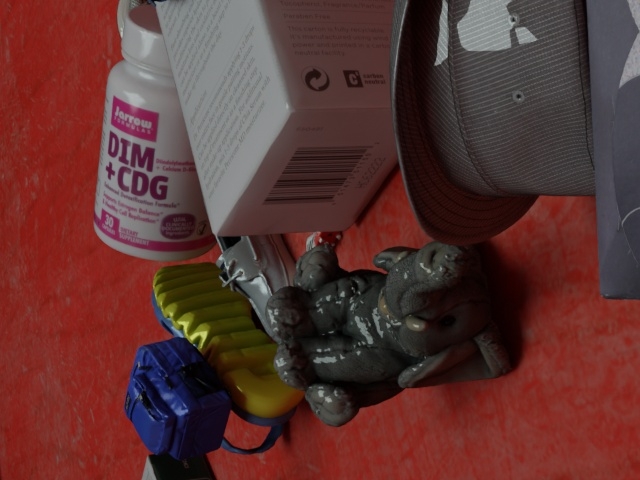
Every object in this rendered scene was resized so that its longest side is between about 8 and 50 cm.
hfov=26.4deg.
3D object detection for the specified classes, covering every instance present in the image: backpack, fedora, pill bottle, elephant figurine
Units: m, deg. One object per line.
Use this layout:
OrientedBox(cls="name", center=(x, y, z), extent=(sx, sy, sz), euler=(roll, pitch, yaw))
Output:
OrientedBox(cls="backpack", center=(-0.163, 0.166, 1.490), extent=(0.120, 0.101, 0.098), euler=(54, 137, 36))
OrientedBox(cls="fedora", center=(0.160, -0.123, 0.916), extent=(0.124, 0.244, 0.275), euler=(12, 108, 41))
OrientedBox(cls="pill bottle", center=(-0.185, -0.132, 1.661), extent=(0.160, 0.160, 0.283), euler=(47, 134, 53))
OrientedBox(cls="elephant figurine", center=(0.086, 0.064, 1.157), extent=(0.239, 0.186, 0.169), euler=(-22, 108, 37))

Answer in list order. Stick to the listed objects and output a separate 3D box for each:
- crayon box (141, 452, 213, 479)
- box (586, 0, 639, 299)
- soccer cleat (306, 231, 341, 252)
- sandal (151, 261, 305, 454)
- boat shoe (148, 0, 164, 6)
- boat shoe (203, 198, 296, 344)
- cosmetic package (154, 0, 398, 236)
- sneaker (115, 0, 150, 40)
OrientedBox(cls="crayon box", center=(-0.197, 0.466, 1.847), extent=(0.203, 0.083, 0.323), euler=(60, 143, 43))
OrientedBox(cls="box", center=(0.255, -0.089, 0.785), extent=(0.163, 0.142, 0.247), euler=(178, 88, -64))
OrientedBox(cls="soccer cleat", center=(0.000, 0.000, 1.450), extent=(0.035, 0.029, 0.083), euler=(59, 148, 37))
OrientedBox(cls="sandal", center=(-0.120, 0.138, 1.615), extent=(0.317, 0.126, 0.138), euler=(-125, 36, -49))
OrientedBox(cls="boat shoe", center=(-0.151, -0.303, 1.286), extent=(0.258, 0.089, 0.109), euler=(-35, 61, 59))
OrientedBox(cls="boat shoe", center=(-0.083, 0.026, 1.561), extent=(0.079, 0.081, 0.227), euler=(118, 141, -47))
OrientedBox(cls="cosmetic package", center=(-0.054, -0.255, 1.377), extent=(0.230, 0.161, 0.453), euler=(-53, 47, 53))
OrientedBox(cls="sneaker", center=(-0.203, -0.258, 1.798), extent=(0.093, 0.088, 0.225), euler=(-29, 66, 39))
